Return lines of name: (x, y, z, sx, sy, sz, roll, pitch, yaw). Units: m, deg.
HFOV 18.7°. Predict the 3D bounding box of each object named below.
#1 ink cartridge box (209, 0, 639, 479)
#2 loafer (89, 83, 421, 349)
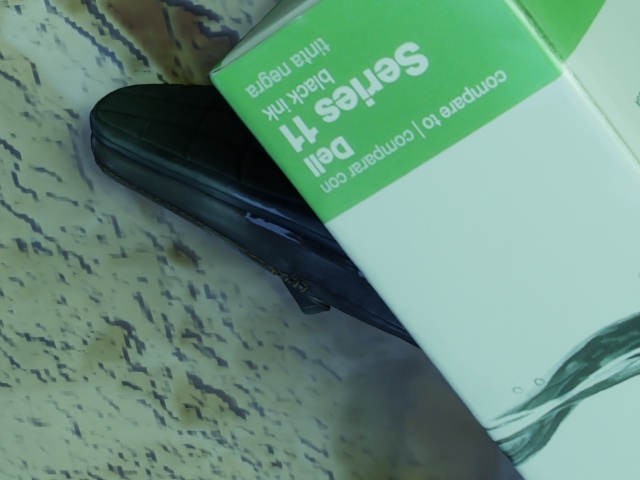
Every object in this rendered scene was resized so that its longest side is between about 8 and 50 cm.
ink cartridge box: (0.086, -0.011, 0.542, 0.087, 0.153, 0.208, -32, 101, 31)
loafer: (0.000, 0.000, 0.635, 0.170, 0.062, 0.061, 23, 127, 9)
